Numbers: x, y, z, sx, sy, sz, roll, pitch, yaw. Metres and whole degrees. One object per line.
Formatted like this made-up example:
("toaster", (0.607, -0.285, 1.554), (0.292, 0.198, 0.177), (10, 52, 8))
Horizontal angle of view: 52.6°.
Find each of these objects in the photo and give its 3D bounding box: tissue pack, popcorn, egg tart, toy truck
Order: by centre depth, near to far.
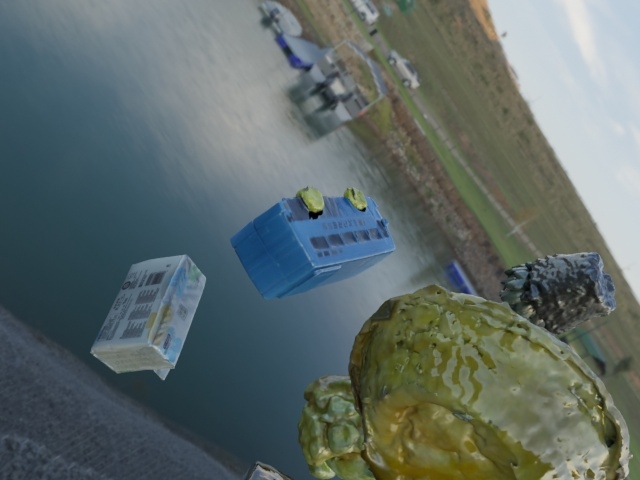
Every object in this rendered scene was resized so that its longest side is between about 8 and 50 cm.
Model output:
("egg tart", (0.164, 0.218, 0.741), (0.345, 0.345, 0.132), (57, 42, -4))
("toy truck", (0.000, 0.000, 1.241), (0.385, 0.161, 0.162), (-9, 68, -61))
("tissue pack", (-0.339, 0.166, 1.353), (0.229, 0.159, 0.145), (-77, 147, -42))
("popcorn", (0.105, 0.442, 1.530), (0.335, 0.279, 0.274), (10, 42, -37))

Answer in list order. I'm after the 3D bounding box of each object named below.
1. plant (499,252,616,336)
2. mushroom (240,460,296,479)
("plant", (0.443, 0.099, 1.219), (0.132, 0.194, 0.129), (54, 42, -22))
("mushroom", (0.020, 0.459, 0.700), (0.397, 0.314, 0.224), (28, 1, 2))
